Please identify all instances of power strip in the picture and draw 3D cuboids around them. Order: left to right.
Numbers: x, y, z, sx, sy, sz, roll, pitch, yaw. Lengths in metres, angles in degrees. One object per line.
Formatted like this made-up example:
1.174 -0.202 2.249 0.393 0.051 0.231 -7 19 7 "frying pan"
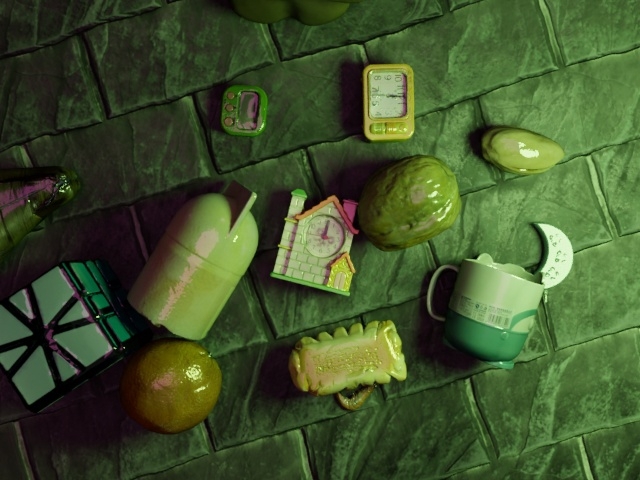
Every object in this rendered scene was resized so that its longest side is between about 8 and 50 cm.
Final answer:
0.621 0.062 1.743 0.137 0.044 0.216 12 90 0 "power strip"

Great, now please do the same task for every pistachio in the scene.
0.541 -0.243 1.706 0.225 0.136 0.136 10 91 -5 "pistachio"

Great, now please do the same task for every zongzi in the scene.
-0.797 -0.047 1.714 0.286 0.138 0.300 -3 90 -3 "zongzi"

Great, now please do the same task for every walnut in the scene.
0.227 -0.103 1.658 0.282 0.227 0.283 -16 54 24 "walnut"

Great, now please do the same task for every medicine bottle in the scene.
-0.303 0.030 1.659 0.235 0.236 0.406 32 91 0 "medicine bottle"

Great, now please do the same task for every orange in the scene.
-0.388 0.375 1.660 0.264 0.264 0.264 0 91 1 "orange"

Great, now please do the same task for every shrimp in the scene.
0.102 0.414 1.762 0.127 0.025 0.091 -36 89 4 "shrimp"

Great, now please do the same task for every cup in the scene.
0.421 0.168 1.674 0.289 0.219 0.258 20 98 31 "cup"

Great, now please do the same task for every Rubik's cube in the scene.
-0.652 0.231 1.644 0.293 0.283 0.288 -35 89 2 "Rubik's cube"

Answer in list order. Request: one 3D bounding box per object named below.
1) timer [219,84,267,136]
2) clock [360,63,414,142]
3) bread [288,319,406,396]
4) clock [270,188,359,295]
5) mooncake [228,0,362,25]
-0.211 -0.356 1.748 0.128 0.047 0.140 5 91 2 "timer"
0.182 -0.370 1.720 0.143 0.096 0.202 -2 90 4 "clock"
0.068 0.317 1.713 0.311 0.121 0.173 -10 87 1 "bread"
0.000 0.000 1.719 0.219 0.106 0.255 14 90 0 "clock"
-0.082 -0.715 1.542 0.466 0.467 0.262 0 88 1 "mooncake"
